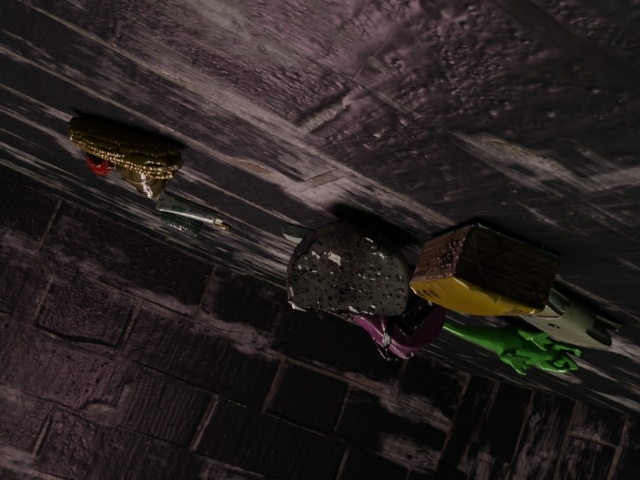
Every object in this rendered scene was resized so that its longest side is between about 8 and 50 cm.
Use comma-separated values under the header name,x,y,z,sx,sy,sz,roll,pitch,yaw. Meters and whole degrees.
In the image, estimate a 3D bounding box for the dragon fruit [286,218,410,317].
name,x,y,z,sx,sy,sz,roll,pitch,yaw
dragon fruit,0.067,0.045,1.595,0.282,0.204,0.221,6,-163,1

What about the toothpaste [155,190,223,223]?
name,x,y,z,sx,sy,sz,roll,pitch,yaw
toothpaste,-0.417,-0.097,2.196,0.218,0.064,0.041,19,174,-3

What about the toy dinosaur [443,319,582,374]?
name,x,y,z,sx,sy,sz,roll,pitch,yaw
toy dinosaur,0.556,0.289,2.105,0.499,0.144,0.374,22,-178,19

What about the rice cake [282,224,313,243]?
name,x,y,z,sx,sy,sz,roll,pitch,yaw
rice cake,0.000,0.000,1.874,0.245,0.042,0.045,14,156,32

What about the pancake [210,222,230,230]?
name,x,y,z,sx,sy,sz,roll,pitch,yaw
pancake,-0.362,-0.058,2.380,0.107,0.017,0.108,20,172,3

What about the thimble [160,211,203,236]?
name,x,y,z,sx,sy,sz,roll,pitch,yaw
thimble,-0.454,-0.076,2.272,0.135,0.090,0.118,19,169,17

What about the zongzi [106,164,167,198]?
name,x,y,z,sx,sy,sz,roll,pitch,yaw
zongzi,-0.496,-0.215,1.789,0.189,0.081,0.178,32,153,24

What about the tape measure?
name,x,y,z,sx,sy,sz,roll,pitch,yaw
tape measure,0.222,0.201,1.887,0.231,0.245,0.149,42,164,-16

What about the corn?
name,x,y,z,sx,sy,sz,roll,pitch,yaw
corn,-0.454,-0.216,1.587,0.319,0.097,0.097,20,170,19

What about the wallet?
name,x,y,z,sx,sy,sz,roll,pitch,yaw
wallet,0.511,0.154,1.568,0.309,0.077,0.223,28,171,-27

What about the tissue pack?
name,x,y,z,sx,sy,sz,roll,pitch,yaw
tissue pack,0.309,0.068,1.344,0.192,0.134,0.271,22,170,-7

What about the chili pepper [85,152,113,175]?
name,x,y,z,sx,sy,sz,roll,pitch,yaw
chili pepper,-0.630,-0.225,1.952,0.073,0.071,0.123,6,169,-7
